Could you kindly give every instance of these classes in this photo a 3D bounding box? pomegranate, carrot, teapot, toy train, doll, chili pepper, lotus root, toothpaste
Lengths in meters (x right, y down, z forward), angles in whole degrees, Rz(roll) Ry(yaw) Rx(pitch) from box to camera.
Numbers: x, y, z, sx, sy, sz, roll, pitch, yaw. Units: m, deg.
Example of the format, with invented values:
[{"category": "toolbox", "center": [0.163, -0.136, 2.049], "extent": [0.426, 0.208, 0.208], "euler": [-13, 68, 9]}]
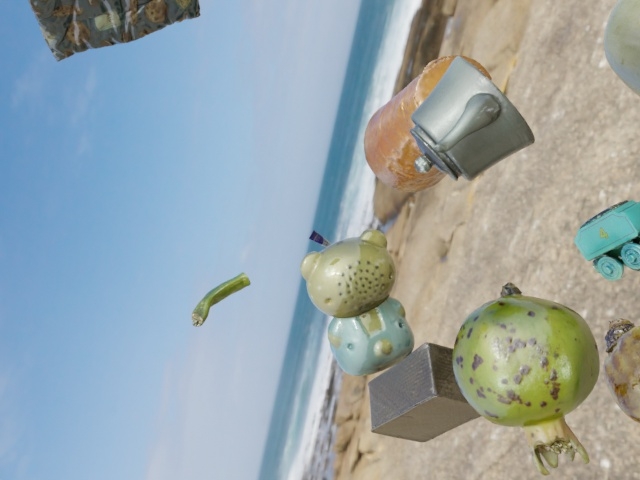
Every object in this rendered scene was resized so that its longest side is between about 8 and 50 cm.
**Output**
[{"category": "pomegranate", "center": [0.299, 0.185, 0.940], "extent": [0.198, 0.246, 0.198], "euler": [-44, -6, -6]}, {"category": "carrot", "center": [0.202, -0.201, 1.229], "extent": [0.254, 0.196, 0.195], "euler": [150, 132, -77]}, {"category": "teapot", "center": [0.195, -0.150, 0.979], "extent": [0.149, 0.162, 0.239], "euler": [-44, -1, 8]}, {"category": "toy train", "center": [0.685, -0.002, 1.552], "extent": [0.154, 0.107, 0.198], "euler": [60, 150, 10]}, {"category": "doll", "center": [0.074, 0.119, 1.315], "extent": [0.161, 0.177, 0.260], "euler": [-138, 28, -74]}, {"category": "chili pepper", "center": [-0.243, 0.136, 1.623], "extent": [0.052, 0.050, 0.202], "euler": [-33, 6, 46]}, {"category": "lotus root", "center": [0.692, 0.291, 1.448], "extent": [0.314, 0.141, 0.169], "euler": [-78, 7, -59]}, {"category": "toothpaste", "center": [0.000, 0.000, 1.630], "extent": [0.083, 0.015, 0.024], "euler": [34, -93, -50]}]

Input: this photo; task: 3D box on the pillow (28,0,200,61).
[{"category": "pillow", "center": [-0.313, -0.385, 1.042], "extent": [0.189, 0.256, 0.034], "euler": [85, 159, -53]}]

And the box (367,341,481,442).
[{"category": "box", "center": [0.259, 0.380, 1.676], "extent": [0.273, 0.184, 0.143], "euler": [-45, 36, 44]}]

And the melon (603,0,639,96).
[{"category": "melon", "center": [0.629, -0.326, 1.111], "extent": [0.271, 0.308, 0.272], "euler": [-62, -6, -12]}]
